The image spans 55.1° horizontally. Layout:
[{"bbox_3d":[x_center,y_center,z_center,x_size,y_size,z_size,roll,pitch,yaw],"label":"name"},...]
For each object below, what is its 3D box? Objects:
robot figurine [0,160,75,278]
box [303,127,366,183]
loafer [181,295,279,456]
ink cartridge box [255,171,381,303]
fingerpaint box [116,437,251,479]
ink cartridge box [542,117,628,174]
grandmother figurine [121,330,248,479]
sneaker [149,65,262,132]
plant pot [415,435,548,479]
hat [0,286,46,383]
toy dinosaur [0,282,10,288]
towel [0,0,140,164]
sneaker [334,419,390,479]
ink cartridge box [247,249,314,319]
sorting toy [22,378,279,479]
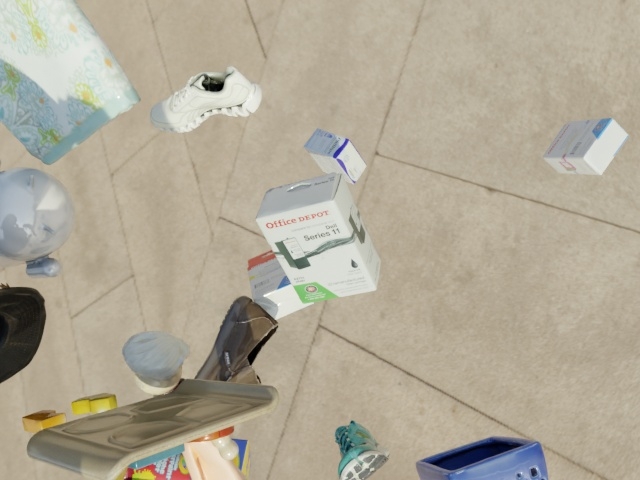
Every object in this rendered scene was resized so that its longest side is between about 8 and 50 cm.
[{"bbox_3d":[-0.678,-0.047,1.367,0.353,0.199,0.300,-13,111,47],"label":"robot figurine"},{"bbox_3d":[0.043,-0.240,1.743,0.137,0.126,0.072,28,78,40],"label":"box"},{"bbox_3d":[-0.193,0.300,1.325,0.130,0.134,0.366,20,73,7],"label":"loafer"},{"bbox_3d":[0.000,0.000,1.079,0.152,0.209,0.087,-13,35,22],"label":"ink cartridge box"},{"bbox_3d":[-0.402,0.746,1.618,0.370,0.163,0.445,5,45,3],"label":"fingerpaint box"},{"bbox_3d":[0.475,-0.169,1.107,0.089,0.052,0.122,-54,17,-2],"label":"ink cartridge box"},{"bbox_3d":[-0.194,0.283,0.931,0.207,0.104,0.343,-3,118,44],"label":"grandmother figurine"},{"bbox_3d":[-0.286,-0.335,1.429,0.291,0.118,0.110,-12,67,21],"label":"sneaker"},{"bbox_3d":[0.381,0.585,1.395,0.236,0.235,0.212,131,125,-72],"label":"plant pot"},{"bbox_3d":[-0.657,0.173,1.068,0.134,0.331,0.331,37,107,19],"label":"hat"},{"bbox_3d":[-0.724,0.152,1.347,0.211,0.064,0.112,33,96,0],"label":"toy dinosaur"},{"bbox_3d":[-0.553,-0.336,1.200,0.374,0.090,0.321,-18,115,39],"label":"towel"},{"bbox_3d":[0.065,0.420,1.220,0.107,0.275,0.110,-38,75,-2],"label":"sneaker"},{"bbox_3d":[-0.106,0.100,1.546,0.134,0.078,0.231,-23,25,-1],"label":"ink cartridge box"},{"bbox_3d":[-0.228,0.225,0.755,0.307,0.229,0.041,-8,92,43],"label":"sorting toy"}]
